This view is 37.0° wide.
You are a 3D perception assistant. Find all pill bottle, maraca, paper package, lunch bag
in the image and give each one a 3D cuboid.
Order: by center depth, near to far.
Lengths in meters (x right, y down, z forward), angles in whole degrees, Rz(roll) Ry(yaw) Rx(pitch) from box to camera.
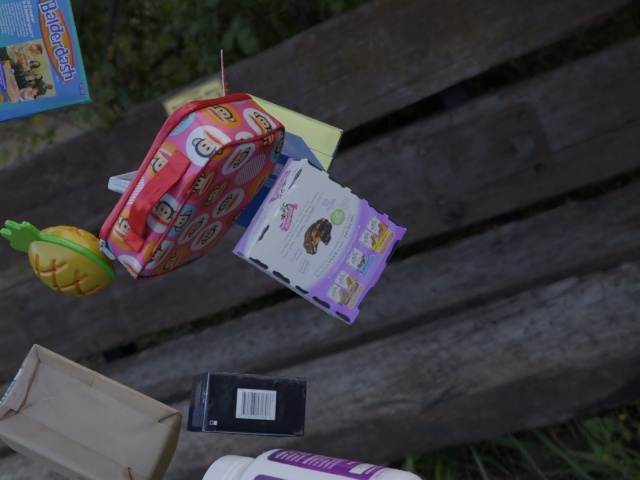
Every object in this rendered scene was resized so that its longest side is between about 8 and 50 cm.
[{"bbox_3d":[-0.014,0.373,1.286,0.302,0.169,0.169,2,37,34],"label":"pill bottle"},{"bbox_3d":[-0.197,-0.074,1.418,0.293,0.120,0.258,-53,-11,27],"label":"lunch bag"},{"bbox_3d":[-0.399,0.022,1.460,0.127,0.186,0.099,-36,29,55],"label":"maraca"},{"bbox_3d":[-0.425,0.356,1.765,0.325,0.309,0.168,119,176,-69],"label":"paper package"}]

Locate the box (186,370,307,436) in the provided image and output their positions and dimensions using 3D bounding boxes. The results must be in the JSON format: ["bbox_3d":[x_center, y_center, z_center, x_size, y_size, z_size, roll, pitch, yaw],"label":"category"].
[{"bbox_3d":[-0.117,0.257,1.489,0.156,0.093,0.158,7,-13,-16],"label":"box"}]

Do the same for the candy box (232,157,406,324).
[{"bbox_3d":[0.000,0.000,1.386,0.165,0.196,0.070,-59,23,-7],"label":"candy box"}]

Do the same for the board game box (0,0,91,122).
[{"bbox_3d":[-0.395,-0.229,1.182,0.047,0.160,0.210,5,20,40],"label":"board game box"}]

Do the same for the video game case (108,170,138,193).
[{"bbox_3d":[-0.328,-0.125,2.407,0.300,0.036,0.329,16,14,10],"label":"video game case"}]

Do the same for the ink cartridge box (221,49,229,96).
[{"bbox_3d":[-0.144,-0.197,2.050,0.091,0.385,0.308,-8,1,-4],"label":"ink cartridge box"}]

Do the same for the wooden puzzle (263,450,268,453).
[{"bbox_3d":[-0.064,0.390,1.664,0.083,0.049,0.006,26,69,10],"label":"wooden puzzle"}]

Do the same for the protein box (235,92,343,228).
[{"bbox_3d":[-0.089,-0.128,1.780,0.200,0.201,0.136,21,42,1],"label":"protein box"}]
